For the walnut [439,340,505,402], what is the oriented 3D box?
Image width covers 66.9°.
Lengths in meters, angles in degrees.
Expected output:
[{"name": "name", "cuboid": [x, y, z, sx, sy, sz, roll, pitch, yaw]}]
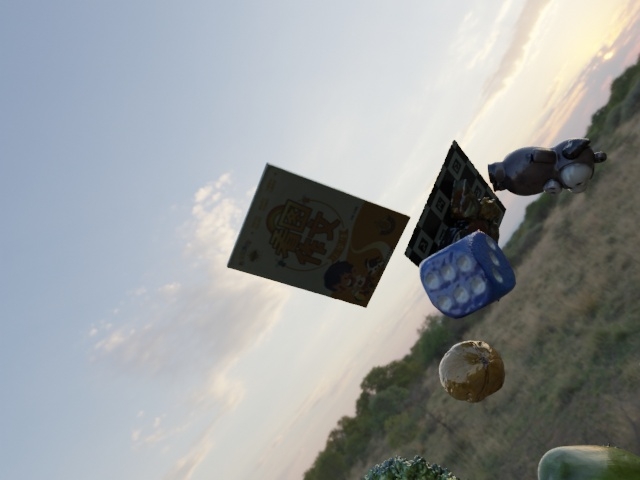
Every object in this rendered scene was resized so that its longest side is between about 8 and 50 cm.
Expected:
[{"name": "walnut", "cuboid": [0.354, 0.311, 1.144, 0.144, 0.144, 0.180, -47, -24, -18]}]

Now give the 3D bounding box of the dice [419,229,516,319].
[{"name": "dice", "cuboid": [0.303, 0.073, 1.004, 0.143, 0.146, 0.146, -38, -12, 37]}]

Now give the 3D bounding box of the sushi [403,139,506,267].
[{"name": "sushi", "cuboid": [0.405, -0.030, 1.308, 0.343, 0.064, 0.359, 39, -110, -35]}]

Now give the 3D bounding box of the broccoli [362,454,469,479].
[{"name": "broccoli", "cuboid": [0.236, 0.654, 1.035, 0.338, 0.277, 0.318, 76, -171, -48]}]

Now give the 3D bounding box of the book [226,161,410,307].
[{"name": "book", "cuboid": [0.000, 0.000, 0.900, 0.208, 0.295, 0.020, -66, 20, 16]}]

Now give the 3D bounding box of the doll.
[{"name": "doll", "cuboid": [0.540, -0.173, 1.165, 0.182, 0.257, 0.117, 30, -117, -58]}]

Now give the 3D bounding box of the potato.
[{"name": "potato", "cuboid": [0.686, 0.605, 1.170, 0.216, 0.304, 0.216, -176, 90, -82]}]
